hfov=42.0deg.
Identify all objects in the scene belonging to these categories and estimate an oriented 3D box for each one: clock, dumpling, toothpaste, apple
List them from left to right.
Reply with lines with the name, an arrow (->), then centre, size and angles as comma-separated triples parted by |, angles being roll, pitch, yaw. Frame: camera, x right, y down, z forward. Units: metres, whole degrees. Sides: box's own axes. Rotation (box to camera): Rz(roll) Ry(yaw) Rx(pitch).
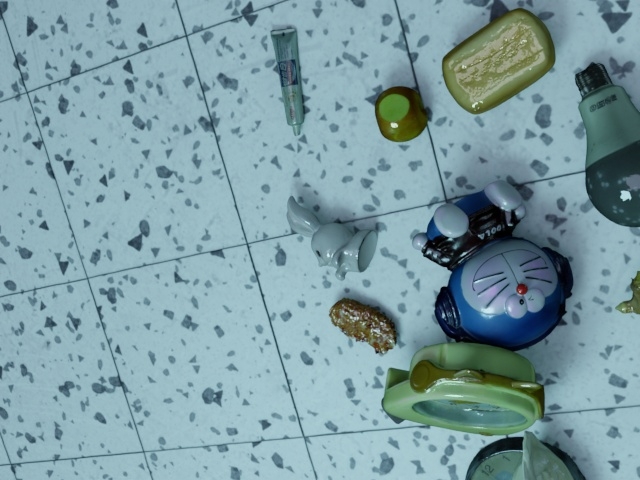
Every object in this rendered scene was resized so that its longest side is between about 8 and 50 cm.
toothpaste -> -0.066, -0.345, 1.822 | 0.060, 0.038, 0.234 | -4, 99, 21
apple -> 0.166, -0.259, 1.710 | 0.101, 0.099, 0.114 | -10, 74, 17
clock -> 0.298, 0.293, 1.654 | 0.286, 0.117, 0.348 | 13, 156, -8
clock -> 0.450, 0.569, 1.835 | 0.280, 0.055, 0.281 | 6, 107, 21
dumpling -> 0.449, 0.520, 1.690 | 0.131, 0.179, 0.252 | -7, 102, 25

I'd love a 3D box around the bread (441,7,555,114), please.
bread -> 0.344, -0.344, 1.608 | 0.217, 0.098, 0.147 | -28, 91, 25

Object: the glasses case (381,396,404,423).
glasses case -> 0.225, 0.343, 1.881 | 0.190, 0.042, 0.072 | -40, 95, 27

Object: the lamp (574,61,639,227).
lamp -> 0.540, -0.167, 1.537 | 0.182, 0.182, 0.314 | -43, 75, 27

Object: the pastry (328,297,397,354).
pastry -> 0.103, 0.185, 1.880 | 0.169, 0.063, 0.087 | 31, 123, 8

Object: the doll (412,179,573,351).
doll -> 0.344, 0.069, 1.652 | 0.284, 0.240, 0.310 | -27, 75, -9

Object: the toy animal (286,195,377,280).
toy animal -> 0.002, 0.000, 1.840 | 0.220, 0.104, 0.131 | 21, 82, 18

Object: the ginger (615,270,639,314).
ginger -> 0.673, 0.108, 1.588 | 0.216, 0.102, 0.157 | -11, 126, 20
